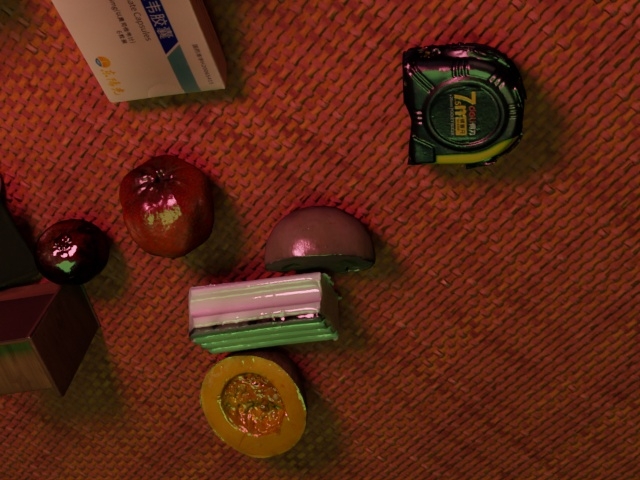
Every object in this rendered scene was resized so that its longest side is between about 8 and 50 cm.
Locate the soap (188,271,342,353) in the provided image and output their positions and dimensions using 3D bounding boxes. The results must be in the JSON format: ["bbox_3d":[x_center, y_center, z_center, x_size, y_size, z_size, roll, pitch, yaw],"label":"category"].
[{"bbox_3d":[-0.097,0.129,1.543,0.261,0.094,0.150,-8,157,13],"label":"soap"}]

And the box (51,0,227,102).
[{"bbox_3d":[-0.276,-0.346,1.253,0.200,0.065,0.343,-5,145,11],"label":"box"}]

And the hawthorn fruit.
[{"bbox_3d":[-0.252,-0.040,1.463,0.156,0.157,0.194,3,131,7],"label":"hawthorn fruit"}]

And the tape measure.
[{"bbox_3d":[0.218,-0.204,1.317,0.186,0.112,0.199,2,127,15],"label":"tape measure"}]

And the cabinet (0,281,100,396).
[{"bbox_3d":[-0.534,0.179,1.596,0.174,0.215,0.148,-9,120,13],"label":"cabinet"}]

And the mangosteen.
[{"bbox_3d":[-0.440,0.028,1.556,0.140,0.140,0.140,4,121,6],"label":"mangosteen"}]

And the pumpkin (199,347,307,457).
[{"bbox_3d":[-0.113,0.294,1.673,0.217,0.110,0.218,9,118,17],"label":"pumpkin"}]

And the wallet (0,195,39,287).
[{"bbox_3d":[-0.612,0.006,1.538,0.168,0.052,0.245,-16,141,-6],"label":"wallet"}]

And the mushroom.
[{"bbox_3d":[0.000,0.000,1.469,0.188,0.141,0.117,2,87,3],"label":"mushroom"}]
